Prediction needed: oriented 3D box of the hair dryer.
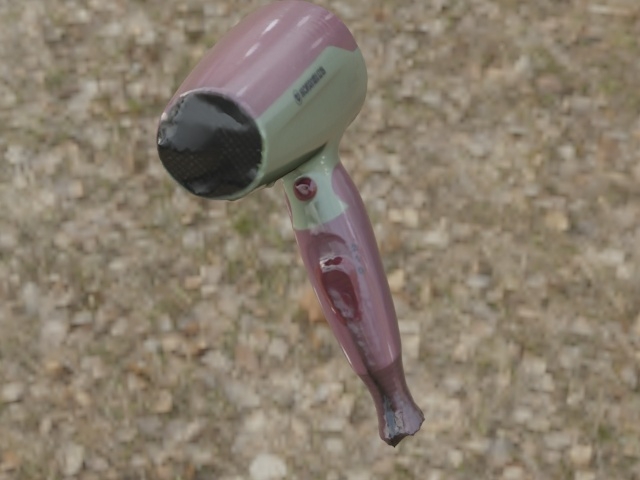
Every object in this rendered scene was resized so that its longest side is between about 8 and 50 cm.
[{"bbox_3d":[0.003,0.000,0.559,0.054,0.154,0.106,-21,17,22],"label":"hair dryer"}]
